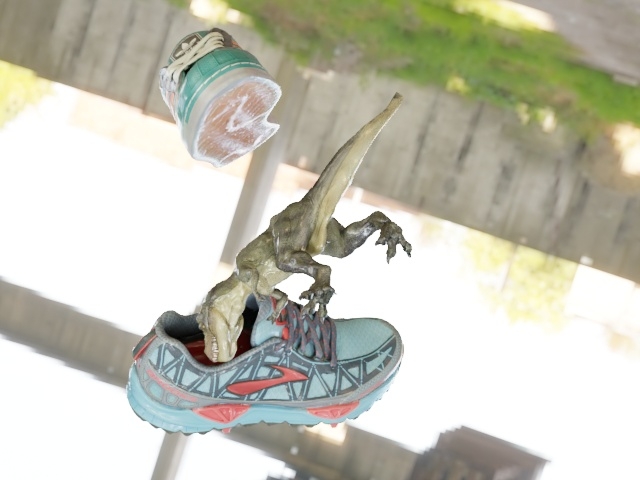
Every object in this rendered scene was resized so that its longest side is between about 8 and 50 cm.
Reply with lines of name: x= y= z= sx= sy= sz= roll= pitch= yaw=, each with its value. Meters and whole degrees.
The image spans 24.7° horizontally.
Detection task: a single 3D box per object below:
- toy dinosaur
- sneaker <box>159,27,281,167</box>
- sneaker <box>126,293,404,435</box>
toy dinosaur: x=0.000 y=0.000 z=1.162 sx=0.064 sy=0.268 sz=0.118 roll=41 pitch=180 yaw=-44
sneaker: x=-0.112 y=-0.151 z=1.431 sx=0.121 sy=0.108 sz=0.302 roll=55 pitch=176 yaw=4
sneaker: x=-0.038 y=0.099 z=1.299 sx=0.262 sy=0.125 sz=0.104 roll=-8 pitch=-135 yaw=-22
